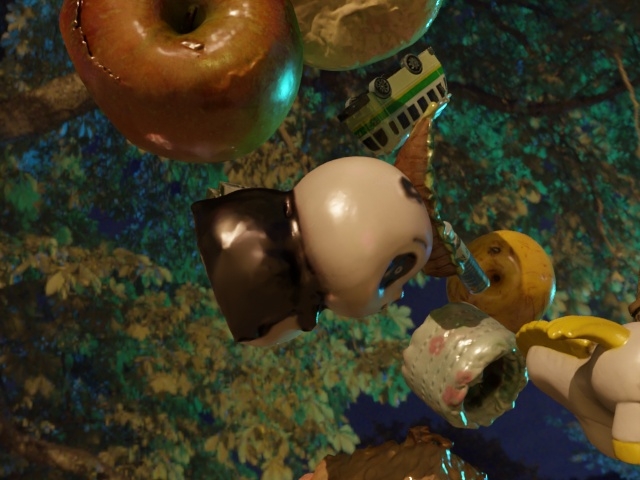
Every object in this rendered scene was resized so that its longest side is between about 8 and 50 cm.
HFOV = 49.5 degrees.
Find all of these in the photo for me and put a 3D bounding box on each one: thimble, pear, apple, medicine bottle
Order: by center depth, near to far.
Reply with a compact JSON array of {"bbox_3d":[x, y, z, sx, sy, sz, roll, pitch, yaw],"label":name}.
[{"bbox_3d":[-0.220,-0.308,1.146,0.383,0.374,0.374,23,-49,-6],"label":"apple"},{"bbox_3d":[0.251,0.219,1.188,0.185,0.149,0.211,-47,-45,-4],"label":"thimble"},{"bbox_3d":[0.277,0.038,1.379,0.051,0.051,0.191,-29,-50,16],"label":"medicine bottle"},{"bbox_3d":[0.449,0.106,1.738,0.280,0.281,0.281,-8,-41,-7],"label":"pear"}]

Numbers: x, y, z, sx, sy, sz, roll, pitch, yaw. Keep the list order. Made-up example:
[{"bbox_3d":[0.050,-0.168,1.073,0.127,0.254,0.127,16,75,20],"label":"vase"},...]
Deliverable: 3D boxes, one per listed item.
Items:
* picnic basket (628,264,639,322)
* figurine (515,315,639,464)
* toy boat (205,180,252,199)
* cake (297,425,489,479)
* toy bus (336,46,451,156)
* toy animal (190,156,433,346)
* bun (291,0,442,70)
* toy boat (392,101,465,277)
[{"bbox_3d":[0.626,0.116,1.066,0.165,0.266,0.139,3,-83,-21],"label":"picnic basket"},{"bbox_3d":[0.211,0.102,0.515,0.109,0.129,0.178,-50,-10,-11],"label":"figurine"},{"bbox_3d":[-0.150,-0.063,1.822,0.319,0.092,0.141,9,-77,-27],"label":"toy boat"},{"bbox_3d":[0.099,0.455,0.861,0.314,0.307,0.293,43,-43,-19],"label":"cake"},{"bbox_3d":[0.191,-0.330,1.662,0.276,0.165,0.133,-40,7,-31],"label":"toy bus"},{"bbox_3d":[-0.001,0.009,0.711,0.235,0.165,0.187,-15,-7,-3],"label":"toy animal"},{"bbox_3d":[0.052,-0.493,1.263,0.360,0.361,0.213,-16,-19,2],"label":"bun"},{"bbox_3d":[0.154,-0.059,1.041,0.099,0.108,0.293,-24,-56,-10],"label":"toy boat"}]
